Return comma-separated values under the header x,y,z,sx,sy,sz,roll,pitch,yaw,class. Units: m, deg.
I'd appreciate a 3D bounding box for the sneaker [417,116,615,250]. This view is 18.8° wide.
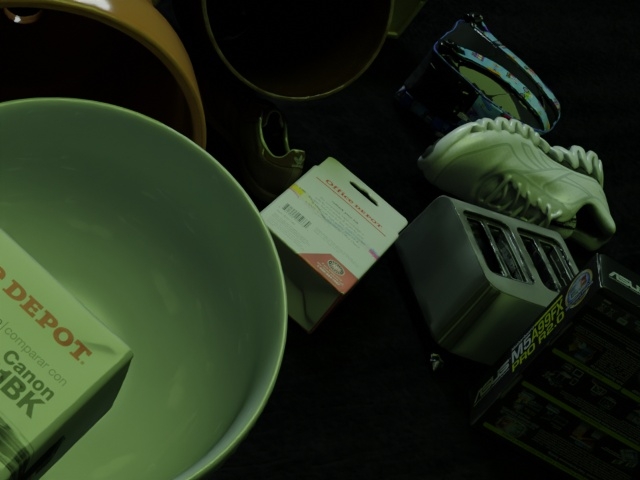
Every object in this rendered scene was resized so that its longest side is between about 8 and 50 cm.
x,y,z,sx,sy,sz,roll,pitch,yaw,class
0.239,-0.061,2.252,0.292,0.110,0.118,12,48,-38,sneaker

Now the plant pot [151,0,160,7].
x,y,z,sx,sy,sz,roll,pitch,yaw,class
-0.241,-0.291,1.981,0.165,0.167,0.167,40,28,-15,plant pot

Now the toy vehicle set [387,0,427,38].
x,y,z,sx,sy,sz,roll,pitch,yaw,class
0.045,-0.325,2.326,0.267,0.166,0.035,1,46,-48,toy vehicle set

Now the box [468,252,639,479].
x,y,z,sx,sy,sz,roll,pitch,yaw,class
0.316,0.160,1.910,0.270,0.216,0.060,29,32,-15,box

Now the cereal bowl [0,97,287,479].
x,y,z,sx,sy,sz,roll,pitch,yaw,class
-0.203,0.068,1.473,0.339,0.141,0.339,7,64,-15,cereal bowl

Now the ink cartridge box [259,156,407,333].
x,y,z,sx,sy,sz,roll,pitch,yaw,class
0.000,0.000,1.928,0.115,0.067,0.198,41,31,4,ink cartridge box

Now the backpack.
x,y,z,sx,sy,sz,roll,pitch,yaw,class
0.198,-0.172,2.334,0.173,0.117,0.158,39,29,1,backpack

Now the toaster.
x,y,z,sx,sy,sz,roll,pitch,yaw,class
0.181,0.053,2.013,0.168,0.110,0.186,16,37,-33,toaster

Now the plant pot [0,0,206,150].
x,y,z,sx,sy,sz,roll,pitch,yaw,class
-0.247,-0.144,1.611,0.291,0.291,0.203,22,37,-28,plant pot

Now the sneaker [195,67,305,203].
x,y,z,sx,sy,sz,roll,pitch,yaw,class
-0.067,-0.125,2.020,0.066,0.071,0.188,4,45,-45,sneaker

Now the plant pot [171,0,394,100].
x,y,z,sx,sy,sz,roll,pitch,yaw,class
-0.068,-0.262,2.053,0.215,0.215,0.230,23,-3,-26,plant pot

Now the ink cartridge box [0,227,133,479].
x,y,z,sx,sy,sz,roll,pitch,yaw,class
-0.288,0.114,1.281,0.197,0.114,0.273,42,60,5,ink cartridge box
